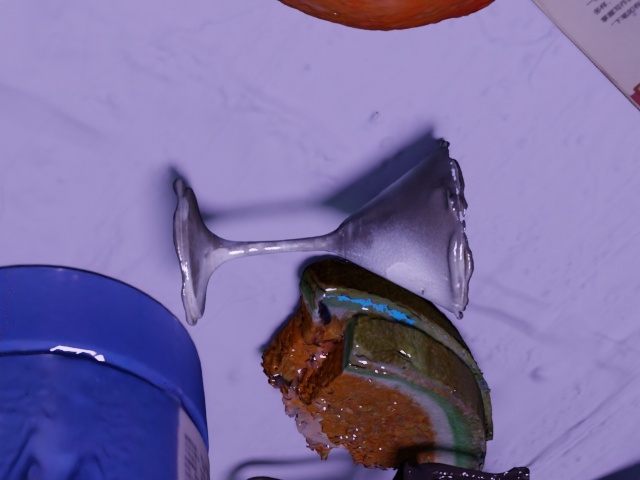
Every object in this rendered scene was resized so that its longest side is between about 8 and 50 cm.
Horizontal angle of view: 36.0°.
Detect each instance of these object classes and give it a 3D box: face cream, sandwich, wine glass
[{"bbox_3d":[-0.197,0.179,0.678,0.249,0.225,0.249,-6,130,-7],"label":"face cream"},{"bbox_3d":[0.045,0.111,0.758,0.159,0.079,0.235,-20,131,6],"label":"sandwich"},{"bbox_3d":[0.000,0.000,0.643,0.183,0.122,0.122,-4,131,1],"label":"wine glass"}]

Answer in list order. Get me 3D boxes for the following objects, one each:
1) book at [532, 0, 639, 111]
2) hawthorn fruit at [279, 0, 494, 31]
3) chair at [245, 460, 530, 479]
[{"bbox_3d":[0.231,-0.160,0.599,0.232,0.022,0.162,34,115,-32],"label":"book"},{"bbox_3d":[0.034,-0.178,0.452,0.200,0.199,0.251,-26,144,11],"label":"hawthorn fruit"},{"bbox_3d":[0.041,0.234,0.774,0.229,0.106,0.113,3,156,-1],"label":"chair"}]
